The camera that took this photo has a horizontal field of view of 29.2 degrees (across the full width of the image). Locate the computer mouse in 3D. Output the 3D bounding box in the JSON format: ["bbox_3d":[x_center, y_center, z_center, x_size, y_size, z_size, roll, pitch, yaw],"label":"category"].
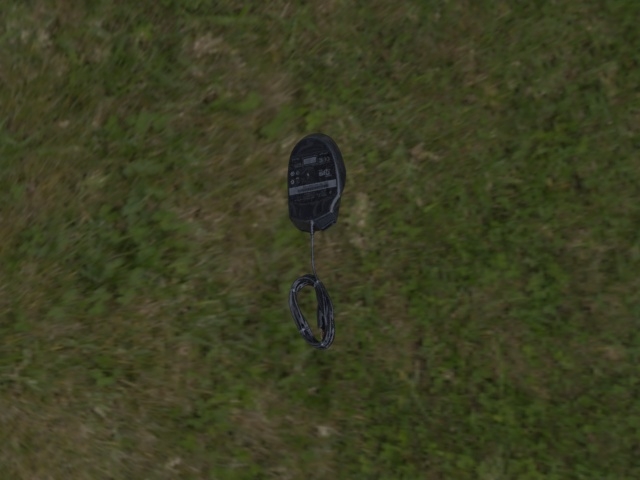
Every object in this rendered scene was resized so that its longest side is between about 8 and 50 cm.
[{"bbox_3d":[0.000,0.000,1.345,0.041,0.071,0.242,18,69,-58],"label":"computer mouse"}]
